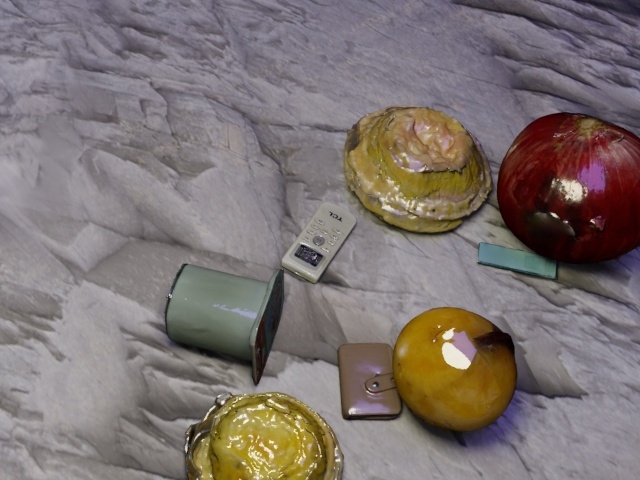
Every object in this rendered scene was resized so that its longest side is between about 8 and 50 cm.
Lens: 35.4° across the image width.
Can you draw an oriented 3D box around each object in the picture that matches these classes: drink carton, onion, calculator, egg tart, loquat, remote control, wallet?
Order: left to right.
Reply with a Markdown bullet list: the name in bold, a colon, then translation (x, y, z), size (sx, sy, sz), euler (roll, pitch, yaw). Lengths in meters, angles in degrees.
- **drink carton**: translation (-0.176, 0.136, 1.876), size (0.190, 0.185, 0.191), euler (10, 56, 12)
- **egg tart**: translation (-0.100, 0.369, 1.758), size (0.291, 0.107, 0.290), euler (5, 55, -7)
- **remote control**: translation (0.000, 0.000, 2.072), size (0.088, 0.029, 0.190), euler (29, 56, 10)
- **wallet**: translation (0.093, 0.265, 1.901), size (0.118, 0.038, 0.152), euler (-1, 55, -7)
- **egg tart**: translation (0.216, -0.180, 2.163), size (0.352, 0.150, 0.351), euler (7, 55, -9)
- **loquat**: translation (0.246, 0.234, 1.832), size (0.235, 0.235, 0.235), euler (4, 55, -6)
- **calculator**: translation (0.416, 0.042, 2.117), size (0.172, 0.018, 0.057), euler (12, 54, -1)
- **onion**: translation (0.528, -0.100, 2.050), size (0.342, 0.341, 0.341), euler (4, 55, -6)
